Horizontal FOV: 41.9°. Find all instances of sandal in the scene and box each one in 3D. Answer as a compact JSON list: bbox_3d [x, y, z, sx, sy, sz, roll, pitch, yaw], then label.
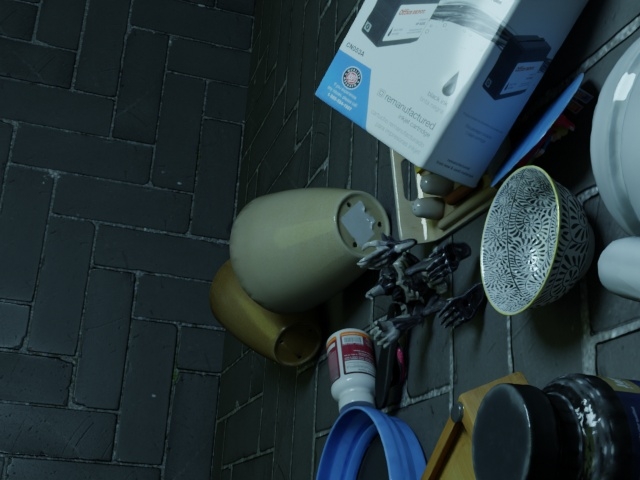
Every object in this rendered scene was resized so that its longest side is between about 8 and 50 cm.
[{"bbox_3d":[0.123,0.194,1.381,0.067,0.040,0.179,-153,73,-77],"label":"sandal"}]

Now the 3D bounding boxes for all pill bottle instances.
[{"bbox_3d":[0.238,0.170,0.659,0.123,0.219,0.123,-171,90,-75],"label":"pill bottle"},{"bbox_3d":[0.058,0.241,1.500,0.152,0.086,0.086,-96,21,-44],"label":"pill bottle"}]

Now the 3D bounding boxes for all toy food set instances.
[{"bbox_3d":[0.177,-0.140,1.231,0.306,0.092,0.220,138,130,-65],"label":"toy food set"}]

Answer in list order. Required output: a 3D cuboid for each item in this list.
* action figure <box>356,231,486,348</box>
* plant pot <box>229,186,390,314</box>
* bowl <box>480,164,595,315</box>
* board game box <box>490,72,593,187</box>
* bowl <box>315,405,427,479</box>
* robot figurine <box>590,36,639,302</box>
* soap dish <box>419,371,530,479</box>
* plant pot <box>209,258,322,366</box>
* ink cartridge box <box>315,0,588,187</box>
[{"bbox_3d":[0.125,0.066,1.250,0.275,0.141,0.164,-14,95,69],"label":"action figure"},{"bbox_3d":[0.000,0.000,1.612,0.274,0.256,0.256,-20,61,54],"label":"plant pot"},{"bbox_3d":[0.256,0.005,0.948,0.170,0.080,0.170,-172,90,-74],"label":"bowl"},{"bbox_3d":[0.268,-0.120,0.995,0.133,0.033,0.169,-52,-1,-32],"label":"board game box"},{"bbox_3d":[0.075,0.464,1.334,0.391,0.077,0.391,-171,90,-75],"label":"bowl"},{"bbox_3d":[0.317,-0.064,0.550,0.300,0.200,0.353,-41,17,-5],"label":"robot figurine"},{"bbox_3d":[0.201,0.319,0.897,0.291,0.118,0.229,-107,30,-55],"label":"soap dish"},{"bbox_3d":[-0.103,0.173,1.907,0.254,0.237,0.237,47,127,53],"label":"plant pot"},{"bbox_3d":[0.165,-0.258,1.051,0.223,0.129,0.307,42,109,40],"label":"ink cartridge box"}]
